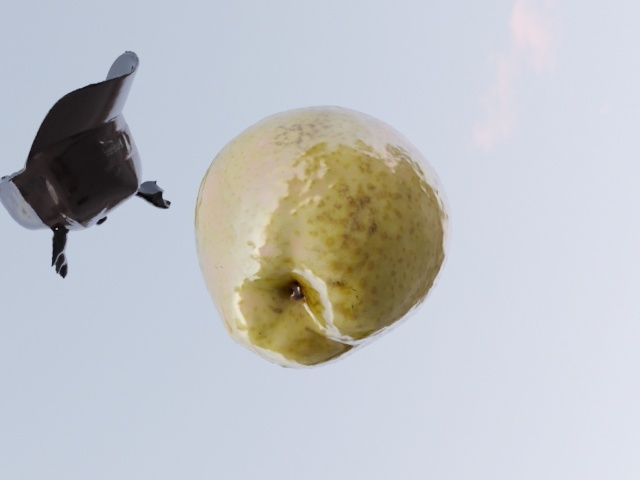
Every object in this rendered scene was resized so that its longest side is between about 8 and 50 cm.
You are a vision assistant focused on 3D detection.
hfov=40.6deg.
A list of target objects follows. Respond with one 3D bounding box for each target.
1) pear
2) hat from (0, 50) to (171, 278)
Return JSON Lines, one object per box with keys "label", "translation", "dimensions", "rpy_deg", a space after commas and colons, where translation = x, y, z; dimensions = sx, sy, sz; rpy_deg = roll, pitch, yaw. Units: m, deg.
{"label": "pear", "translation": [0.000, 0.000, 0.552], "dimensions": [0.178, 0.178, 0.178], "rpy_deg": [-18, -58, -30]}
{"label": "hat", "translation": [-0.319, -0.098, 1.258], "dimensions": [0.209, 0.336, 0.238], "rpy_deg": [46, -144, -8]}
